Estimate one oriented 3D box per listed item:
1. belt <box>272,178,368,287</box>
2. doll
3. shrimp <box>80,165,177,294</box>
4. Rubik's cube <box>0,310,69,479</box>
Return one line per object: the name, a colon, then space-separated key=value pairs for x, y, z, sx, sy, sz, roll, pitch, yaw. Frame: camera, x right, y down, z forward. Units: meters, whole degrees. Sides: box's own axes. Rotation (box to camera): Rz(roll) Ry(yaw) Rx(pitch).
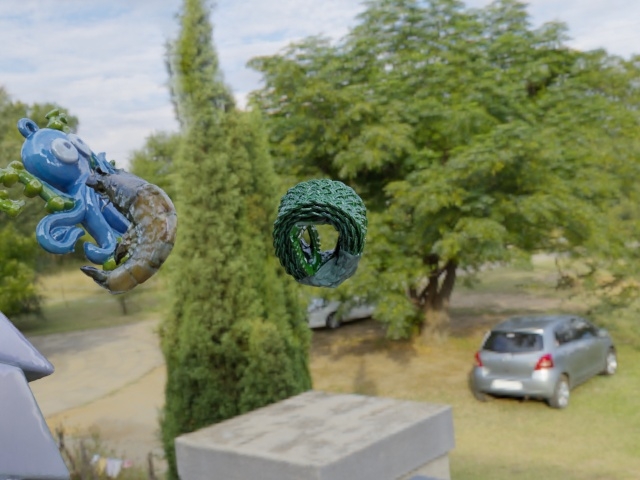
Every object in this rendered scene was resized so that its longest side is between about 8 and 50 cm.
belt: x=0.000 y=0.000 z=0.947 sx=0.121 sy=0.151 sz=0.079 roll=2 pitch=41 yaw=7
doll: x=-0.437 y=-0.097 z=1.339 sx=0.099 sy=0.341 sz=0.346 roll=-44 pitch=5 yaw=24
shrimp: x=-0.263 y=-0.016 z=0.943 sx=0.217 sy=0.150 sz=0.051 roll=33 pitch=6 yaw=40
Rubik's cube: x=-0.398 y=0.154 z=0.490 sx=0.358 sy=0.387 sz=0.368 roll=-20 pitch=-25 yaw=17
